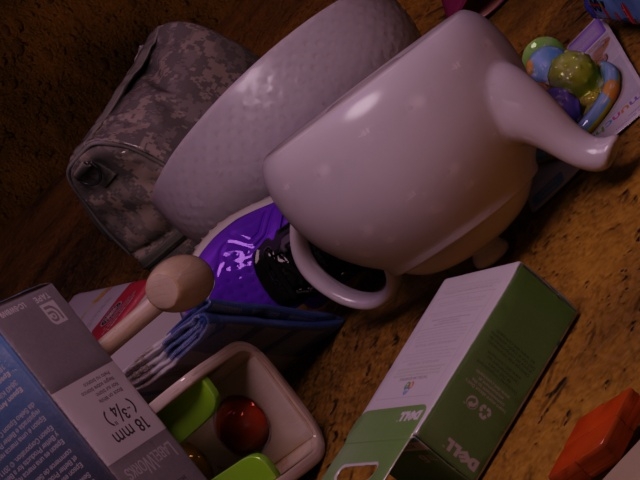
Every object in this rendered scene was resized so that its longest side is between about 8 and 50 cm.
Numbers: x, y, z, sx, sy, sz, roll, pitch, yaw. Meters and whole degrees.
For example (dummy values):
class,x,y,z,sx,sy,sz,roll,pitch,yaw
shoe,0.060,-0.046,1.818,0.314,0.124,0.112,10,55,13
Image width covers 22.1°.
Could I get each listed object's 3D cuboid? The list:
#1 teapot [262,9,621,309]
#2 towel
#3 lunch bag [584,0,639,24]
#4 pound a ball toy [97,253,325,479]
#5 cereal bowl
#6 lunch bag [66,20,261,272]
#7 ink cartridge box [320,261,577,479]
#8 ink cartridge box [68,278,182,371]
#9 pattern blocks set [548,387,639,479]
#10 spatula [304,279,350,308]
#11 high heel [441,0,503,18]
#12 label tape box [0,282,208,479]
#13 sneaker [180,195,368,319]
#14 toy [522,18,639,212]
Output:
class,x,y,z,sx,sy,sz,roll,pitch,yaw
teapot,0.086,-0.054,1.367,0.252,0.187,0.256,-37,6,-3
towel,-0.132,0.150,1.558,0.285,0.209,0.034,-40,63,26
lunch bag,0.351,-0.320,1.404,0.293,0.138,0.221,-37,15,-1
pound a ball toy,-0.140,0.168,1.425,0.319,0.208,0.135,-41,-6,30
cereal bowl,-0.009,-0.103,1.744,0.339,0.141,0.339,-42,-6,-6
lunch bag,-0.158,-0.112,2.050,0.212,0.256,0.305,-36,20,40
ink cartridge box,0.087,0.119,1.179,0.209,0.062,0.109,-56,16,-22
ink cartridge box,-0.257,0.172,1.884,0.226,0.131,0.306,-55,15,-18
pattern blocks set,0.194,0.147,0.880,0.325,0.026,0.285,-46,15,13
spatula,-0.073,0.086,1.646,0.296,0.084,0.030,-46,-5,5
high heel,0.274,-0.355,1.801,0.377,0.127,0.181,-20,62,54
label tape box,-0.216,0.242,1.338,0.240,0.334,0.106,-42,-6,26
sneaker,0.000,-0.001,1.547,0.293,0.102,0.146,-36,19,-16
toy,0.207,-0.130,1.456,0.137,0.056,0.237,-45,16,18
